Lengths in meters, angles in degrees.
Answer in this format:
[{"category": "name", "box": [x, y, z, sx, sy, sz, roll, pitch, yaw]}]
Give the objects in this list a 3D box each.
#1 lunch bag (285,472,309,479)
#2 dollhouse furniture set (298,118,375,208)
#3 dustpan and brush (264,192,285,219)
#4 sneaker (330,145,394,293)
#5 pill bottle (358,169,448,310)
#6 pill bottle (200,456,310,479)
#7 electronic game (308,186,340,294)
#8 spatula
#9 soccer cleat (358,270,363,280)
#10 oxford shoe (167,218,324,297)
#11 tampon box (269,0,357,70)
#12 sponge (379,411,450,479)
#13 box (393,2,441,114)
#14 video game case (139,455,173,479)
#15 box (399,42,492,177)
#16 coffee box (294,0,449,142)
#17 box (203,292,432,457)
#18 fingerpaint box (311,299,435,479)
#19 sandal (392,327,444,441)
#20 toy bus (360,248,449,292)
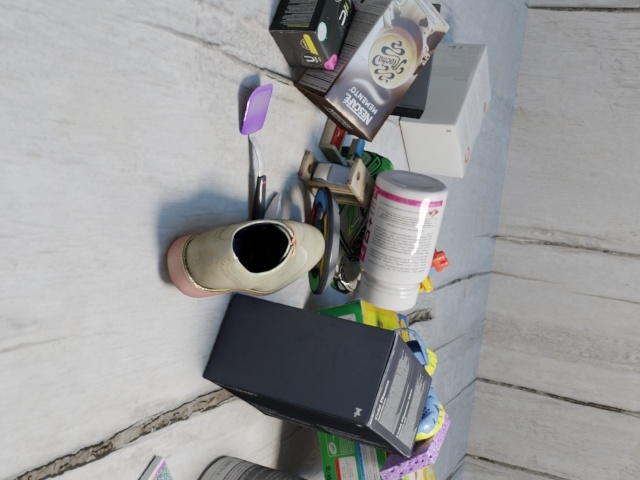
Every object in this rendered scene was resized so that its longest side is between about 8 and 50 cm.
[{"category": "lunch bag", "box": [-0.024, 0.720, 1.870, 0.235, 0.169, 0.287, -65, 147, -33]}, {"category": "dollhouse furniture set", "box": [0.054, -0.186, 1.755, 0.129, 0.129, 0.184, 49, 56, -60]}, {"category": "dustpan and brush", "box": [-0.092, 0.022, 1.592, 0.211, 0.060, 0.147, -57, 147, -41]}, {"category": "sneaker", "box": [0.084, -0.044, 1.856, 0.134, 0.146, 0.344, 2, 98, -66]}, {"category": "pill bottle", "box": [0.175, 0.000, 1.767, 0.160, 0.160, 0.283, -31, 135, -60]}, {"category": "pill bottle", "box": [-0.052, 0.550, 1.505, 0.204, 0.361, 0.204, 9, 90, -66]}, {"category": "electronic game", "box": [0.000, 0.000, 1.691, 0.229, 0.048, 0.229, -177, -90, -80]}, {"category": "spatula", "box": [-0.119, -0.145, 1.509, 0.084, 0.030, 0.296, -33, 129, -58]}, {"category": "soccer cleat", "box": [0.098, 0.088, 2.070, 0.083, 0.035, 0.029, 40, 63, -63]}, {"category": "oxford shoe", "box": [-0.086, 0.025, 1.424, 0.397, 0.146, 0.140, -15, 89, -57]}, {"category": "tampon box", "box": [-0.011, -0.433, 1.555, 0.120, 0.101, 0.161, 52, 52, -59]}, {"category": "sponge", "box": [0.204, 0.436, 1.695, 0.031, 0.117, 0.210, 59, 21, -1]}, {"category": "box", "box": [0.232, -0.453, 2.024, 0.184, 0.103, 0.261, -13, 112, -84]}, {"category": "video game case", "box": [-0.295, 0.470, 1.357, 0.157, 0.019, 0.143, -55, 145, -43]}, {"category": "box", "box": [0.376, -0.387, 2.353, 0.215, 0.168, 0.345, 70, 37, -49]}, {"category": "coffee box", "box": [0.108, -0.377, 1.644, 0.168, 0.119, 0.297, 36, 87, -41]}, {"category": "box", "box": [0.008, 0.267, 1.558, 0.179, 0.343, 0.312, -71, 155, -17]}, {"category": "fingerpaint box", "box": [0.120, 0.392, 1.912, 0.371, 0.163, 0.445, 25, 54, -65]}, {"category": "sandal", "box": [0.190, 0.307, 1.753, 0.317, 0.126, 0.138, -91, 157, -59]}, {"category": "toy bus", "box": [0.209, 0.053, 2.033, 0.220, 0.211, 0.149, 52, 23, -46]}]
